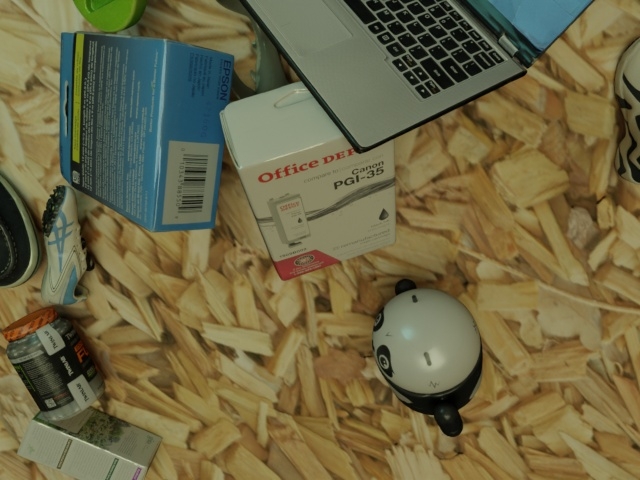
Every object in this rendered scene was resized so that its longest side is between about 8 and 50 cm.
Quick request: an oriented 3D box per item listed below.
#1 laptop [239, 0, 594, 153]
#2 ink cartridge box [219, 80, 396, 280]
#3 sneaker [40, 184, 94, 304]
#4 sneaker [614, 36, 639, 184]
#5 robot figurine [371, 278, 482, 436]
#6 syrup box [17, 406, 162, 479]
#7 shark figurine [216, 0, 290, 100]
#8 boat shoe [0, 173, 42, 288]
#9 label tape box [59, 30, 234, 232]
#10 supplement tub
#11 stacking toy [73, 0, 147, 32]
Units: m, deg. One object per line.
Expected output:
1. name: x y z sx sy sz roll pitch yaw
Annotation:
1. laptop: 0.122 -0.381 0.600 0.408 0.236 0.381 -28 69 -17
2. ink cartridge box: -0.004 -0.082 0.751 0.208 0.117 0.283 -18 146 -3
3. sneaker: -0.442 0.010 0.903 0.086 0.085 0.237 -1 123 -31
4. sneaker: 0.523 -0.193 0.778 0.094 0.153 0.234 0 107 0
5. robot figurine: 0.179 0.192 0.859 0.209 0.278 0.173 30 73 30
6. syrup box: -0.449 0.407 1.017 0.237 0.093 0.096 27 105 -6
7. shark figurine: -0.068 -0.258 0.798 0.116 0.166 0.278 -5 80 28
8. boat shoe: -0.669 -0.115 0.838 0.187 0.156 0.500 -31 105 8
9. label tape box: -0.288 -0.179 0.793 0.348 0.115 0.248 23 111 42
10. supplement tub: -0.494 0.226 0.953 0.117 0.117 0.190 -19 106 7
11. stacking toy: -0.279 -0.467 0.712 0.309 0.130 0.279 45 129 1
